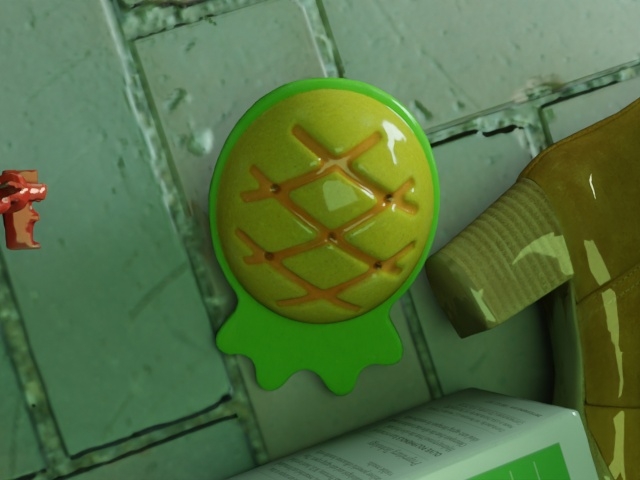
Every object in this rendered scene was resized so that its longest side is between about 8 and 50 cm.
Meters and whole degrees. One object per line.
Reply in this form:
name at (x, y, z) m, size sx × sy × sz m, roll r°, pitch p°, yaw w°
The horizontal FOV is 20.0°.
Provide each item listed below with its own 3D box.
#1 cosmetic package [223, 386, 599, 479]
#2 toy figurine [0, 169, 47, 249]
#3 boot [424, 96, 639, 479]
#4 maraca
cosmetic package at (-0.026, 0.230, 0.956) m, size 0.365 × 0.155 × 0.197 m, roll -21°, pitch 97°, yaw -17°
toy figurine at (-0.307, 0.081, 0.871) m, size 0.362 × 0.191 × 0.217 m, roll -4°, pitch 94°, yaw -15°
boot at (0.213, 0.069, 1.056) m, size 0.211 × 0.104 × 0.295 m, roll -32°, pitch 96°, yaw -17°
maraca at (0.000, 0.000, 1.004) m, size 0.127 × 0.099 × 0.185 m, roll 5°, pitch 110°, yaw -2°
